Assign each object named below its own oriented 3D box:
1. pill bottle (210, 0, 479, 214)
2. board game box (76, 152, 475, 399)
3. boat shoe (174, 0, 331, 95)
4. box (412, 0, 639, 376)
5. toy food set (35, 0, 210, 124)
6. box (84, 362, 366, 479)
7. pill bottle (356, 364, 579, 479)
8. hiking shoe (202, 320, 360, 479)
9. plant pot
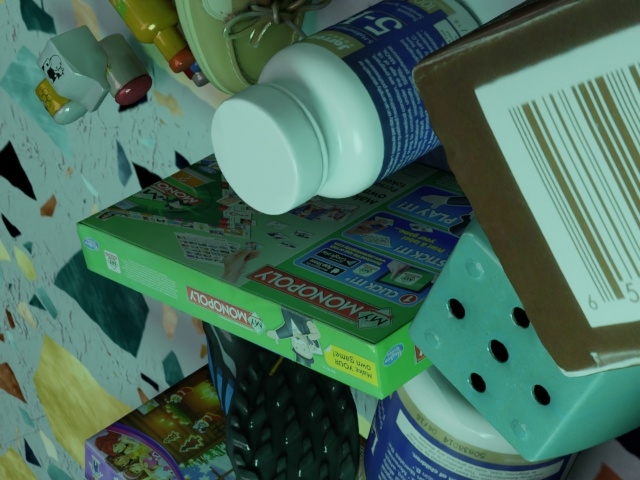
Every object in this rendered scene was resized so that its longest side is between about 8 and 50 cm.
[{"bbox_3d":[0.021,-0.093,1.005,0.112,0.187,0.112,30,135,34],"label":"pill bottle"},{"bbox_3d":[0.000,0.000,1.078,0.317,0.213,0.046,20,130,42],"label":"board game box"},{"bbox_3d":[-0.043,-0.225,1.059,0.089,0.104,0.285,31,136,38],"label":"boat shoe"},{"bbox_3d":[0.239,-0.100,0.565,0.191,0.381,0.143,-16,105,55],"label":"box"},{"bbox_3d":[-0.157,-0.150,1.245,0.104,0.111,0.232,55,142,7],"label":"toy food set"},{"bbox_3d":[-0.043,0.233,1.313,0.293,0.201,0.057,37,140,27],"label":"box"},{"bbox_3d":[0.110,0.168,1.119,0.153,0.153,0.264,40,140,25],"label":"pill bottle"},{"bbox_3d":[-0.032,0.142,1.268,0.132,0.113,0.304,84,173,-51],"label":"hiking shoe"},{"bbox_3d":[0.177,0.011,0.850,0.165,0.234,0.165,46,142,18],"label":"plant pot"}]
